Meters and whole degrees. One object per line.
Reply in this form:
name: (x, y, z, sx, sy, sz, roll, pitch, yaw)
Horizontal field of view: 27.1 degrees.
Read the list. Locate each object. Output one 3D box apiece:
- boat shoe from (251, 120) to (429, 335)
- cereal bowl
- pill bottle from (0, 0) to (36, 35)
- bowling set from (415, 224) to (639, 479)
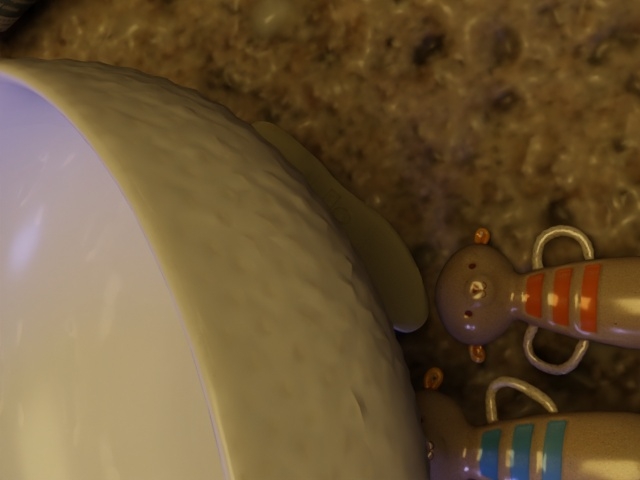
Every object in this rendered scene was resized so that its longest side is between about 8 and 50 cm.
boat shoe: (0.001, -0.001, 0.676, 0.133, 0.049, 0.042, 45, 138, 4)
cereal bowl: (-0.069, 0.094, 0.549, 0.339, 0.141, 0.339, 9, 102, 51)
pill bottle: (-0.158, -0.190, 0.690, 0.180, 0.108, 0.108, -39, 79, 16)
bowling set: (0.074, 0.127, 0.568, 0.154, 0.200, 0.287, 3, 85, 19)
